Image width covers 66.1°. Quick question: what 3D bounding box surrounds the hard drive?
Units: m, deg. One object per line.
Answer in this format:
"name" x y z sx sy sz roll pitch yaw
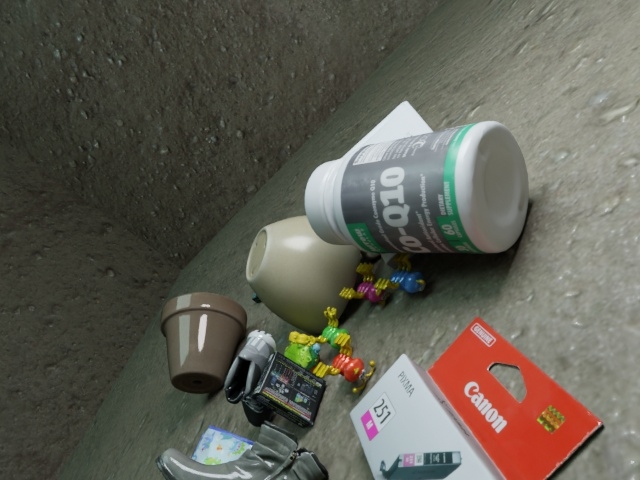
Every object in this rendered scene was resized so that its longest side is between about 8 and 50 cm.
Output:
"hard drive" 0.177 -0.134 1.079 0.233 0.047 0.353 -40 42 18

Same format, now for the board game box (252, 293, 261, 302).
"board game box" -0.156 0.123 1.679 0.126 0.026 0.186 -25 31 56

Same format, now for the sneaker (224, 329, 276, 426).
"sneaker" -0.150 0.304 0.982 0.132 0.086 0.229 -43 -41 -62

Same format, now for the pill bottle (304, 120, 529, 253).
"pill bottle" 0.153 -0.078 0.870 0.360 0.204 0.204 -2 49 47

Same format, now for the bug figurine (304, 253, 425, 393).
"bug figurine" 0.084 0.147 0.938 0.279 0.072 0.216 -53 19 -11

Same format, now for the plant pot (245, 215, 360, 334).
"plant pot" -0.062 0.059 1.145 0.284 0.190 0.284 -47 33 45

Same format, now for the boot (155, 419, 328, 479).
"boot" -0.122 0.359 0.789 0.161 0.246 0.083 -58 -10 -17

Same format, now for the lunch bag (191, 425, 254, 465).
"lunch bag" -0.164 0.416 0.870 0.096 0.151 0.129 89 -156 -53

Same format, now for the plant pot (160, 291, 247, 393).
"plant pot" -0.356 0.317 1.461 0.263 0.263 0.229 -39 37 34

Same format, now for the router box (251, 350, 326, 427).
"router box" -0.058 0.283 0.932 0.038 0.122 0.092 -46 14 46

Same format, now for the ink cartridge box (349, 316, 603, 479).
"ink cartridge box" 0.162 0.222 0.613 0.239 0.060 0.275 -50 17 5

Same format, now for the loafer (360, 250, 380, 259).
"loafer" 0.165 -0.080 1.171 0.269 0.092 0.102 -55 19 -11

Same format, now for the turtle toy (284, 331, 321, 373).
"turtle toy" -0.040 0.247 1.053 0.130 0.066 0.095 170 113 -68
